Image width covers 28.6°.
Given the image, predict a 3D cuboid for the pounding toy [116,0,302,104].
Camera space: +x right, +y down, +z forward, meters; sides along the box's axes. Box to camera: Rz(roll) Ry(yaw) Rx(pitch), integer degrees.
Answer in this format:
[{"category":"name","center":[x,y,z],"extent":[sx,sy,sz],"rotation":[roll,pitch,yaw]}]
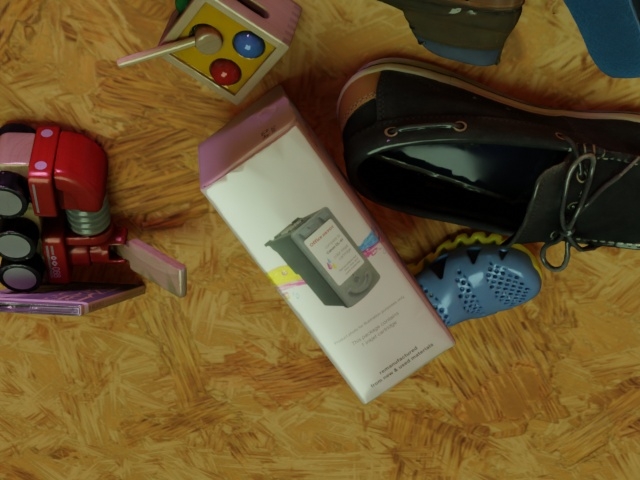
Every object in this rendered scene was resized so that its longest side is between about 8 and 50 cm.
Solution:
[{"category":"pounding toy","center":[-0.120,-0.220,1.354],"extent":[0.141,0.100,0.130],"rotation":[31,135,-18]}]

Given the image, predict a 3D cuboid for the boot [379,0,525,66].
[{"category":"boot","center":[0.098,-0.236,1.292],"extent":[0.219,0.082,0.106],"rotation":[9,135,4]}]

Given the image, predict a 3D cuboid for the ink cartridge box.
[{"category":"ink cartridge box","center":[0.000,0.000,1.402],"extent":[0.131,0.226,0.306],"rotation":[-36,107,4]}]

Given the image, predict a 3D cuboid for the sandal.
[{"category":"sandal","center":[0.133,0.088,1.590],"extent":[0.317,0.138,0.126],"rotation":[-18,126,29]}]

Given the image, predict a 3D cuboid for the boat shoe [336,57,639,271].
[{"category":"boat shoe","center":[0.253,-0.061,1.384],"extent":[0.500,0.156,0.187],"rotation":[16,136,-3]}]

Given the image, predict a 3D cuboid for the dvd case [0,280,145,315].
[{"category":"dvd case","center":[-0.352,0.074,1.680],"extent":[0.164,0.221,0.018],"rotation":[2,96,13]}]

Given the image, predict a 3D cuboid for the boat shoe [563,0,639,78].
[{"category":"boat shoe","center":[0.269,-0.272,1.207],"extent":[0.109,0.089,0.258],"rotation":[8,144,27]}]

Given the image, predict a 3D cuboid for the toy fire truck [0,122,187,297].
[{"category":"toy fire truck","center":[-0.291,-0.023,1.594],"extent":[0.246,0.158,0.217],"rotation":[1,137,-2]}]
